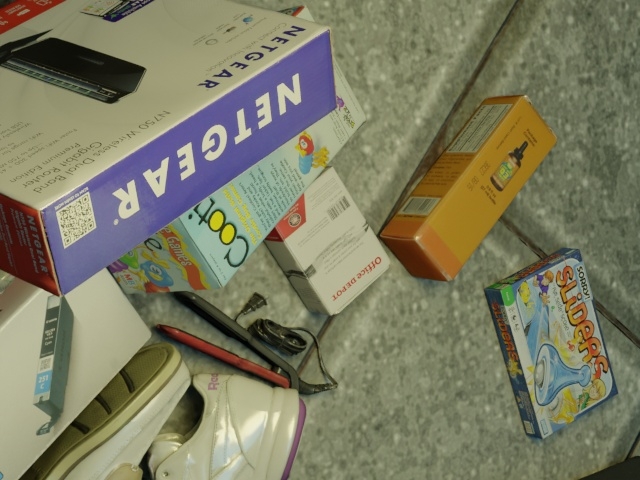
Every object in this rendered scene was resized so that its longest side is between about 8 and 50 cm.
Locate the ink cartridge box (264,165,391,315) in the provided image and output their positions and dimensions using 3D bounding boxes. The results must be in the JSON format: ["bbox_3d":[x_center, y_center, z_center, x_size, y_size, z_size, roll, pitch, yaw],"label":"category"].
[{"bbox_3d":[0.000,0.000,1.508,0.099,0.056,0.135,-40,112,-23],"label":"ink cartridge box"}]

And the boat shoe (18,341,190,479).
[{"bbox_3d":[-0.231,0.233,1.353,0.302,0.113,0.103,-46,116,-10],"label":"boat shoe"}]

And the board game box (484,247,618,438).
[{"bbox_3d":[0.289,0.127,1.706,0.136,0.035,0.201,-26,106,-28],"label":"board game box"}]

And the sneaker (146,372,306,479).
[{"bbox_3d":[-0.126,0.282,1.435,0.152,0.114,0.305,20,86,-5],"label":"sneaker"}]

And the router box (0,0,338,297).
[{"bbox_3d":[-0.204,-0.113,1.163,0.335,0.301,0.082,-38,135,-38],"label":"router box"}]

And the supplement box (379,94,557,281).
[{"bbox_3d":[0.175,-0.064,1.602,0.233,0.080,0.078,-50,116,-18],"label":"supplement box"}]

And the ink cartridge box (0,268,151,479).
[{"bbox_3d":[-0.329,0.098,1.265,0.296,0.066,0.261,-49,130,-23],"label":"ink cartridge box"}]

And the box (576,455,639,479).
[{"bbox_3d":[0.330,0.563,1.602,0.480,0.297,0.471,-14,101,-30],"label":"box"}]

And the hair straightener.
[{"bbox_3d":[-0.064,0.102,1.479,0.230,0.047,0.089,29,78,-30],"label":"hair straightener"}]

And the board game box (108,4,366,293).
[{"bbox_3d":[-0.102,-0.090,1.344,0.275,0.142,0.144,-51,122,-38],"label":"board game box"}]

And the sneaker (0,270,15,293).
[{"bbox_3d":[-0.368,0.013,1.154,0.252,0.111,0.103,-7,90,-27],"label":"sneaker"}]
